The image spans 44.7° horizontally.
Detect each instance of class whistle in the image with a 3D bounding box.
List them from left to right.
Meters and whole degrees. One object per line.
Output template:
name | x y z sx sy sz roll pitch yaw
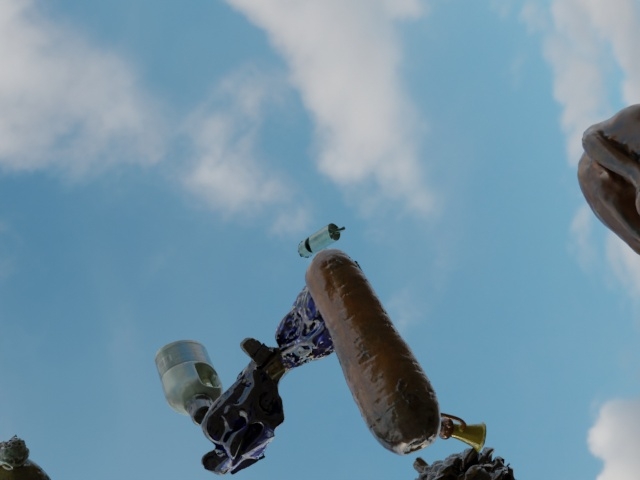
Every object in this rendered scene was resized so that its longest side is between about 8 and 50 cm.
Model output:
whistle | 0.000 0.000 1.513 0.039 0.186 0.039 4 -102 -19
whistle | 0.198 0.286 1.177 0.109 0.057 0.046 16 -97 -9

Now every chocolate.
chocolate | -0.079 0.214 1.223 0.148 0.126 0.343 41 -94 -21

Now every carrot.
carrot | 0.039 0.083 0.621 0.060 0.060 0.186 8 -134 -44

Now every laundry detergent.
laundry detergent | -0.225 0.250 1.357 0.099 0.226 0.070 -2 -71 -20

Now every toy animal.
toy animal | 0.225 -0.034 0.437 0.224 0.066 0.229 16 -140 -25

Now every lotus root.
lotus root | -0.325 0.287 0.835 0.088 0.088 0.165 -22 -73 -46

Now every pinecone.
pinecone | 0.252 0.462 1.288 0.257 0.243 0.243 22 -130 13
